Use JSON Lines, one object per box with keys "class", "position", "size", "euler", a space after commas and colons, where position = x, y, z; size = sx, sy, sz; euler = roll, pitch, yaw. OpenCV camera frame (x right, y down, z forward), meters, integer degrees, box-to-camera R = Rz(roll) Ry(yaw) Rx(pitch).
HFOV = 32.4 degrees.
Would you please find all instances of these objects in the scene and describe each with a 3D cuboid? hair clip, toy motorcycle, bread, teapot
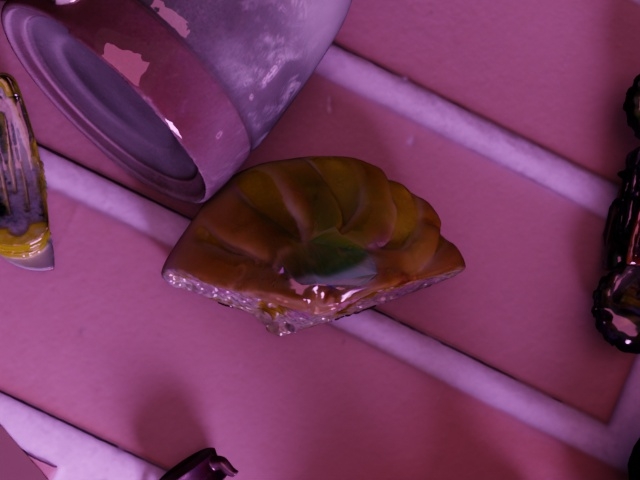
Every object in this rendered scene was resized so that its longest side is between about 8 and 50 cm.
{"class": "hair clip", "position": [-0.285, -0.061, 1.012], "size": [0.060, 0.033, 0.188], "euler": [-9, 85, -7]}
{"class": "toy motorcycle", "position": [0.385, -0.079, 1.052], "size": [0.207, 0.134, 0.401], "euler": [11, 82, -6]}
{"class": "bread", "position": [-0.013, -0.004, 0.979], "size": [0.261, 0.158, 0.156], "euler": [-18, 81, -12]}
{"class": "teapot", "position": [-0.101, -0.242, 0.936], "size": [0.233, 0.315, 0.312], "euler": [28, 69, 31]}
{"class": "teapot", "position": [-0.115, 0.219, 0.976], "size": [0.100, 0.068, 0.045], "euler": [-34, 89, 24]}

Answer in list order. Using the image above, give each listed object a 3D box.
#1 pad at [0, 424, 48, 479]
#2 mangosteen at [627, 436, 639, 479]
{"class": "pad", "position": [-0.373, 0.249, 0.968], "size": [0.243, 0.004, 0.163], "euler": [-41, 89, -11]}
{"class": "mangosteen", "position": [0.352, 0.247, 0.958], "size": [0.243, 0.243, 0.243], "euler": [1, 81, -7]}
